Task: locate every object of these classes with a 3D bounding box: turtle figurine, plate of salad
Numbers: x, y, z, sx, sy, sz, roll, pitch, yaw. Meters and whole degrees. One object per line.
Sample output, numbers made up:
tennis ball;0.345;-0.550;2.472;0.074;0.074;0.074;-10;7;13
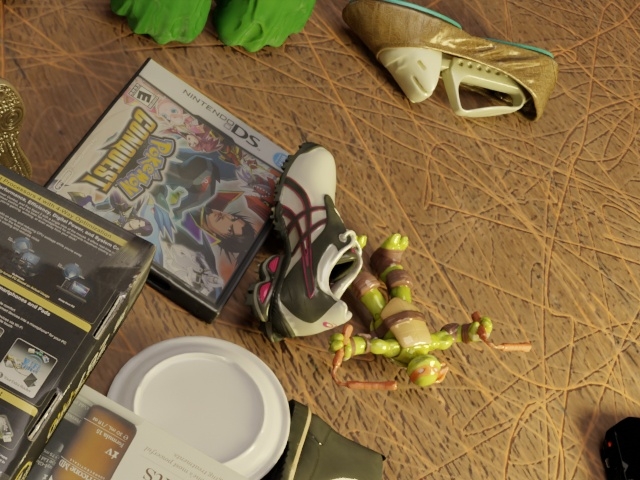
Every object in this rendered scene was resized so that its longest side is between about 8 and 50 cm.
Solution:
turtle figurine;0.106;0.096;1.676;0.270;0.087;0.217;-8;56;-24
plate of salad;-0.133;0.193;1.492;0.200;0.048;0.199;6;53;-8

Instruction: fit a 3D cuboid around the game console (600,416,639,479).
game console;0.475;0.392;1.711;0.213;0.044;0.361;8;57;-25

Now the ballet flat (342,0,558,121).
ballet flat;0.185;-0.242;1.949;0.342;0.116;0.124;15;72;-25

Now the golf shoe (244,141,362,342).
golf shoe;0.000;0.000;1.643;0.105;0.120;0.272;57;36;-49

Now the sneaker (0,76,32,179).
sneaker;-0.363;-0.122;1.499;0.066;0.188;0.071;-37;67;-25

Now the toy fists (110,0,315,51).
toy fists;-0.135;-0.321;1.788;0.279;0.142;0.096;-1;46;-30

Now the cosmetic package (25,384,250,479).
cosmetic package;-0.241;0.282;1.264;0.377;0.097;0.284;30;51;-4

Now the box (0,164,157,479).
box;-0.393;0.044;1.241;0.395;0.097;0.318;27;53;0

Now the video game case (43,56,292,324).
video game case;-0.171;-0.067;1.663;0.248;0.035;0.275;35;49;-5

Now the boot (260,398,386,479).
boot;0.002;0.282;1.505;0.137;0.077;0.198;30;50;-16
